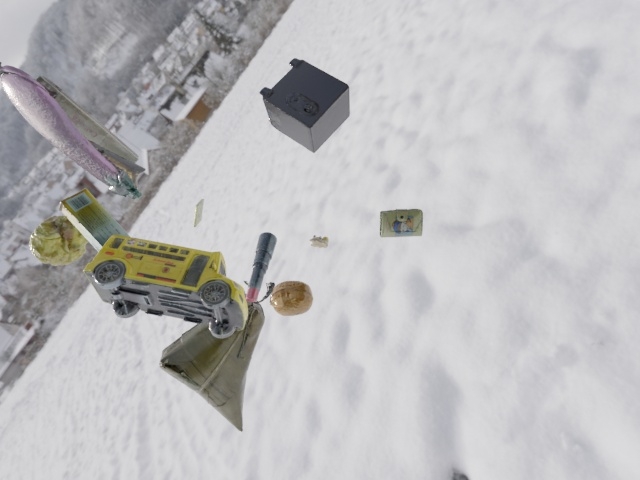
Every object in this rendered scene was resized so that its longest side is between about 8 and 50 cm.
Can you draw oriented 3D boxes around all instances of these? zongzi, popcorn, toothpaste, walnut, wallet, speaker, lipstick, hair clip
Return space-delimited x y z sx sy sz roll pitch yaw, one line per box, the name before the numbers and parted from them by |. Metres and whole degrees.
zongzi | -0.239 0.363 1.431 0.447 0.418 0.181 -38 15 1
popcorn | -1.061 -0.009 1.802 0.235 0.181 0.216 -36 -22 -35
toothpaste | -0.584 0.001 1.227 0.071 0.312 0.089 -35 7 48
walnut | -0.115 0.228 1.747 0.180 0.144 0.144 -13 40 10
wallet | 0.299 -0.063 1.626 0.155 0.110 0.039 -3 19 -2
speaker | -0.053 -0.507 1.635 0.254 0.184 0.232 36 75 17
lipstick | -0.160 0.073 1.180 0.054 0.053 0.234 -32 31 29
hair clip | -0.535 -0.224 0.951 0.095 0.359 0.110 -49 39 -4
lipstick | -0.783 -0.382 1.469 0.076 0.371 0.080 -47 31 -2

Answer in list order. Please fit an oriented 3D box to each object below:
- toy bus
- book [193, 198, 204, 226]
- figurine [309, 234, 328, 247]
toy bus | -0.309 0.092 0.942 0.144 0.331 0.152 95 -173 -50
book | -0.543 -0.123 1.957 0.077 0.014 0.110 -75 1 -61
figurine | 0.000 0.000 1.791 0.084 0.047 0.050 13 52 23
